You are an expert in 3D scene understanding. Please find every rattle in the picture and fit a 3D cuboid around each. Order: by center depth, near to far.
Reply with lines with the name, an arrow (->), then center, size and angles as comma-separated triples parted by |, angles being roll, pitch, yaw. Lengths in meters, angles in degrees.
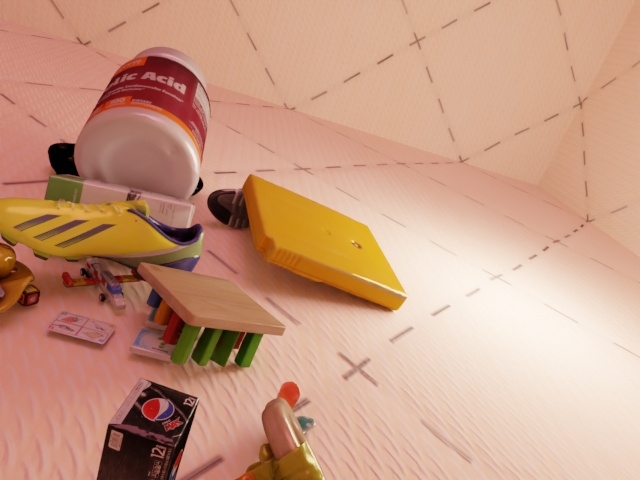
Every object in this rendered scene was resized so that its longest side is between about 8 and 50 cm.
rattle -> -0.066, 0.248, 0.573 | 0.130, 0.143, 0.200 | 46, -3, -22

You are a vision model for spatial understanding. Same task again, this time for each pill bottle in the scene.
pill bottle -> -0.351, -0.251, 1.076 | 0.224, 0.224, 0.392 | 13, 36, -17

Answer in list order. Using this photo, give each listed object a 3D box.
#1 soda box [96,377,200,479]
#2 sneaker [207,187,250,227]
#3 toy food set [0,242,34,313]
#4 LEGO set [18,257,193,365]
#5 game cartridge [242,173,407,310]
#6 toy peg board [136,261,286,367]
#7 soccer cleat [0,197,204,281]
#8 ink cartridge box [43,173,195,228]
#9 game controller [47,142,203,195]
soda box -> -0.152, 0.201, 0.425 | 0.053, 0.168, 0.060 | 20, 23, -2
sneaker -> -0.184, -0.086, 1.175 | 0.229, 0.086, 0.132 | 10, 18, -46
toy food set -> -0.467, 0.043, 0.610 | 0.218, 0.071, 0.128 | -17, 43, -42
LEGO set -> -0.287, 0.081, 0.733 | 0.245, 0.060, 0.182 | 17, 19, -7
game cartridge -> 0.000, 0.000, 1.053 | 0.324, 0.052, 0.285 | 21, 24, -25
toy peg board -> -0.165, 0.110, 0.716 | 0.161, 0.079, 0.161 | 19, 8, -47
soccer cleat -> -0.308, -0.022, 0.732 | 0.289, 0.121, 0.093 | 19, 22, -30
ink cartridge box -> -0.338, -0.046, 0.872 | 0.220, 0.092, 0.160 | 12, 3, -18
game controller -> -0.424, -0.156, 1.139 | 0.319, 0.067, 0.166 | -4, 33, -43
